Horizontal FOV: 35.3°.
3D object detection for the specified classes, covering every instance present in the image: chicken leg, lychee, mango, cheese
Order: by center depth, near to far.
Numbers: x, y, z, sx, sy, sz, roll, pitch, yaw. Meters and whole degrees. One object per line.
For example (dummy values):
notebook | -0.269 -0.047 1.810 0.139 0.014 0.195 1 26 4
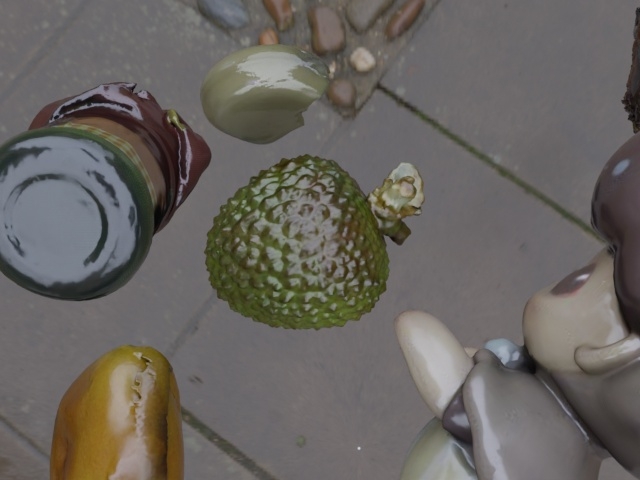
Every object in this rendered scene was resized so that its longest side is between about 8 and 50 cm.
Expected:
chicken leg | 0.323 -0.190 0.964 0.051 0.106 0.253 17 37 8
mango | -0.216 0.232 1.121 0.136 0.166 0.236 0 101 -27
cheese | -0.077 -0.218 1.483 0.202 0.175 0.091 -23 61 39
lychee | -0.011 0.004 1.489 0.319 0.270 0.270 4 78 8

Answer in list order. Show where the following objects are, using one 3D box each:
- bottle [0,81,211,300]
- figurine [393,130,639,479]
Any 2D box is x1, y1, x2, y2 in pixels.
bottle | -0.175 -0.059 0.836 0.156 0.271 0.143 5 108 2
figurine | 0.167 0.077 0.523 0.380 0.248 0.203 -40 61 12
